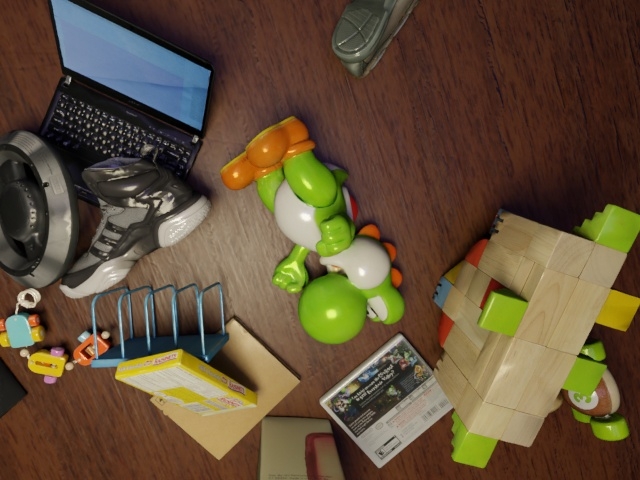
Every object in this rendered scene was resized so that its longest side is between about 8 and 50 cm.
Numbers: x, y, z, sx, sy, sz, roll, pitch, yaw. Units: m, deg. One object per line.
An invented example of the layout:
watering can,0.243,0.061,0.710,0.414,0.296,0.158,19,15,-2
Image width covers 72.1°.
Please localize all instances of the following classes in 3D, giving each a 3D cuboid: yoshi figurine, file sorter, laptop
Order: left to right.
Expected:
laptop,-0.303,-0.168,0.639,0.235,0.136,0.264,25,93,-8
file sorter,-0.243,0.124,0.680,0.171,0.118,0.104,-3,92,3
yoshi figurine,-0.013,0.015,0.675,0.203,0.203,0.362,-34,102,15

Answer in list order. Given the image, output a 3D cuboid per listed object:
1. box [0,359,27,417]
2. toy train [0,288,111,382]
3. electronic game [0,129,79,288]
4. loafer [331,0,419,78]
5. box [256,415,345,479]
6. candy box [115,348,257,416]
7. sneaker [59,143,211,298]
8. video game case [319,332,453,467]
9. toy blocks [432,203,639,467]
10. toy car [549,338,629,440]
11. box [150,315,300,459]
box,-0.588,0.238,0.678,0.158,0.093,0.155,-31,98,-1
toy train,-0.425,0.154,0.712,0.166,0.046,0.125,43,90,-12
electronic game,-0.426,-0.043,0.638,0.230,0.048,0.229,4,99,29
loafer,0.108,-0.384,0.698,0.096,0.084,0.267,33,89,23
box,-0.037,0.400,0.684,0.127,0.232,0.148,5,96,-7
candy box,-0.188,0.217,0.653,0.105,0.027,0.206,-17,140,14
sneaker,-0.307,-0.032,0.650,0.269,0.101,0.153,-31,110,10
video game case,0.124,0.289,0.795,0.190,0.022,0.173,-40,99,1
toy blocks,0.273,0.103,0.682,0.191,0.261,0.381,17,102,-10
toy car,0.394,0.261,0.768,0.189,0.149,0.154,-15,86,8
box,-0.162,0.257,0.761,0.201,0.021,0.164,-44,98,0
